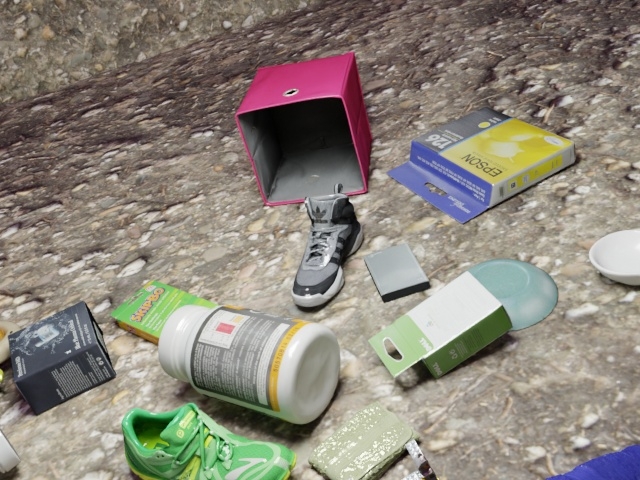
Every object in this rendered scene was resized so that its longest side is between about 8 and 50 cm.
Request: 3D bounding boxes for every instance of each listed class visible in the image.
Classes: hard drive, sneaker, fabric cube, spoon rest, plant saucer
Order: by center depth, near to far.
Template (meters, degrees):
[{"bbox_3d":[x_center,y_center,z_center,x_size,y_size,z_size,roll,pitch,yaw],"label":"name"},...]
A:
[{"bbox_3d":[-0.179,0.315,1.071,0.296,0.123,0.109,2,37,23],"label":"sneaker"},{"bbox_3d":[0.572,0.050,1.192,0.137,0.084,0.276,-28,37,-18],"label":"spoon rest"},{"bbox_3d":[0.321,0.083,1.285,0.195,0.037,0.195,-10,35,7],"label":"plant saucer"},{"bbox_3d":[0.145,0.060,1.398,0.094,0.022,0.135,-17,34,-3],"label":"hard drive"},{"bbox_3d":[0.000,0.000,1.424,0.101,0.153,0.268,3,38,25],"label":"sneaker"},{"bbox_3d":[-0.025,-0.269,1.726,0.254,0.259,0.258,-7,35,14],"label":"fabric cube"}]

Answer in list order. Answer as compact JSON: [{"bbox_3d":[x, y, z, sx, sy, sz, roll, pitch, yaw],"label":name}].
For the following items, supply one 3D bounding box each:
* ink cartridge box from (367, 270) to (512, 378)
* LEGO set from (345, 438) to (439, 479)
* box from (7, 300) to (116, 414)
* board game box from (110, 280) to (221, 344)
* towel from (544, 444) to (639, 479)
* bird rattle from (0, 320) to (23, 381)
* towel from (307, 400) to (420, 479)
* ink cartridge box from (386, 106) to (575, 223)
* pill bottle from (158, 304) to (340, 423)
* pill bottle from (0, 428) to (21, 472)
[{"bbox_3d":[0.196,0.153,1.193,0.209,0.062,0.109,-34,36,-2],"label":"ink cartridge box"},{"bbox_3d":[0.061,0.377,0.771,0.331,0.192,0.255,-26,39,6],"label":"LEGO set"},{"bbox_3d":[-0.489,0.217,1.362,0.158,0.093,0.156,-26,36,-13],"label":"box"},{"bbox_3d":[-0.290,0.153,1.426,0.259,0.039,0.124,18,45,35],"label":"board game box"},{"bbox_3d":[0.344,0.335,0.763,0.308,0.076,0.227,-1,32,-42],"label":"towel"},{"bbox_3d":[-0.698,0.232,1.439,0.253,0.143,0.207,-4,22,39],"label":"bird rattle"},{"bbox_3d":[0.063,0.306,1.075,0.148,0.027,0.110,-34,37,-26],"label":"towel"},{"bbox_3d":[0.349,-0.185,1.631,0.307,0.072,0.303,-25,36,-18],"label":"ink cartridge box"},{"bbox_3d":[-0.121,0.193,1.190,0.278,0.162,0.162,9,41,31],"label":"pill bottle"},{"bbox_3d":[-0.600,0.381,1.141,0.221,0.124,0.124,-35,39,-25],"label":"pill bottle"}]
